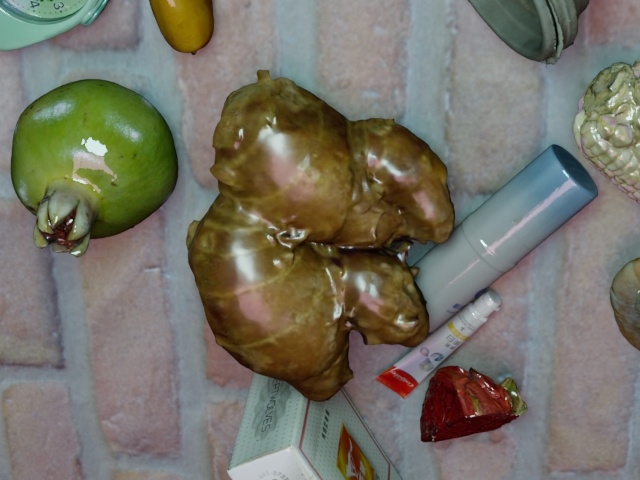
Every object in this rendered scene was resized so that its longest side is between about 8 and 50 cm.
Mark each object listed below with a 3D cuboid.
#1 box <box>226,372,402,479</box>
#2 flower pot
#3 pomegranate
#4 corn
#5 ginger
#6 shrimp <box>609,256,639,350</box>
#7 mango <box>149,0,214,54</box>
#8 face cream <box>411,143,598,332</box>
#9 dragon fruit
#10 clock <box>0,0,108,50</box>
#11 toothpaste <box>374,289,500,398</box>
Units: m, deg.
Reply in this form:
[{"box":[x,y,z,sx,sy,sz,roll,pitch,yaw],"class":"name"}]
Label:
[{"box":[0.022,0.316,1.325,0.095,0.210,0.330,-23,113,17],"class":"box"},{"box":[0.194,-0.290,0.993,0.140,0.235,0.235,-37,110,-3],"class":"flower pot"},{"box":[-0.239,-0.078,1.153,0.179,0.210,0.179,-7,114,-15],"class":"pomegranate"},{"box":[0.398,-0.055,1.132,0.335,0.126,0.126,40,116,-19],"class":"corn"},{"box":[-0.005,0.010,1.178,0.274,0.152,0.357,10,103,-11],"class":"ginger"},{"box":[0.445,0.118,1.225,0.289,0.075,0.178,27,147,-15],"class":"shrimp"},{"box":[-0.144,-0.243,1.112,0.060,0.080,0.114,-9,133,7],"class":"mango"},{"box":[0.189,0.001,1.208,0.077,0.077,0.250,39,117,-14],"class":"face cream"},{"box":[0.185,0.191,1.315,0.106,0.083,0.162,-4,156,-15],"class":"dragon fruit"},{"box":[-0.280,-0.291,1.119,0.211,0.066,0.159,-10,117,12],"class":"clock"},{"box":[0.144,0.126,1.310,0.048,0.031,0.190,35,119,-18],"class":"toothpaste"}]
